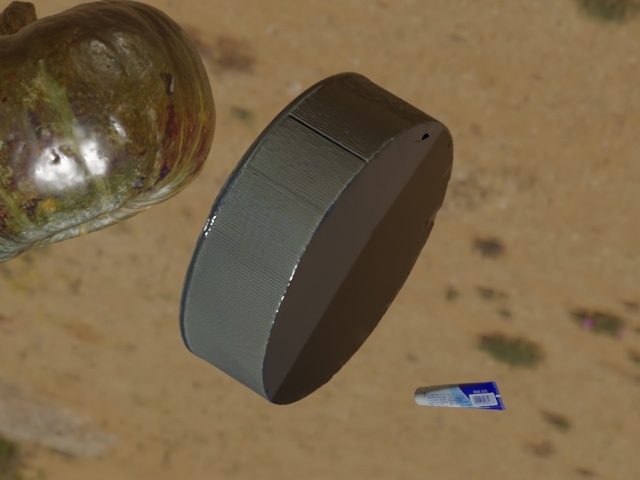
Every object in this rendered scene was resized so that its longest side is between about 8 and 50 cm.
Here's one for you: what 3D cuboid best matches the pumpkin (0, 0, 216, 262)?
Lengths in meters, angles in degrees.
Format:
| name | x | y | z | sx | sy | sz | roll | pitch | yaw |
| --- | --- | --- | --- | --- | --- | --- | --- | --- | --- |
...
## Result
| name | x | y | z | sx | sy | sz | roll | pitch | yaw |
| --- | --- | --- | --- | --- | --- | --- | --- | --- | --- |
| pumpkin | -0.171 | -0.082 | 1.194 | 0.219 | 0.162 | 0.219 | -22 | 174 | -2 |

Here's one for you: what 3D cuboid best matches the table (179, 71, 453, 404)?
| name | x | y | z | sx | sy | sz | roll | pitch | yaw |
| --- | --- | --- | --- | --- | --- | --- | --- | --- | --- |
| table | 0.000 | 0.000 | 0.754 | 0.043 | 0.133 | 0.133 | 31 | 172 | 19 |

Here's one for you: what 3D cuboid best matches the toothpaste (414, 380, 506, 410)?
| name | x | y | z | sx | sy | sz | roll | pitch | yaw |
| --- | --- | --- | --- | --- | --- | --- | --- | --- | --- |
| toothpaste | 0.103 | 0.115 | 1.367 | 0.083 | 0.015 | 0.024 | -7 | 110 | 50 |
